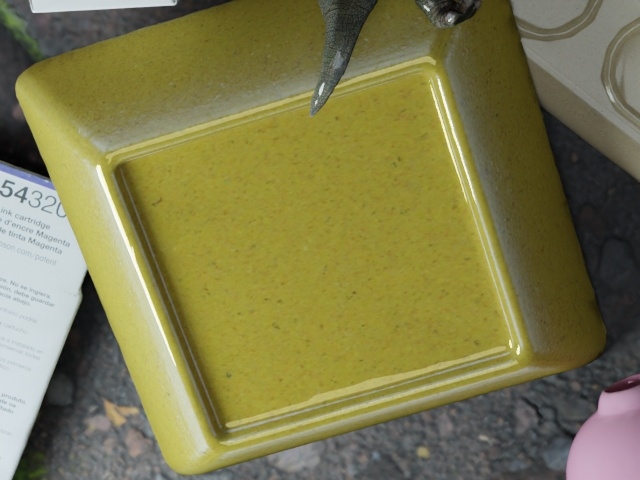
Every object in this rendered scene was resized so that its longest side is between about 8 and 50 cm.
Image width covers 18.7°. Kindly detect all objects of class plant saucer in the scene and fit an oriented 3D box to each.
[{"bbox_3d":[0.000,0.000,1.305,0.332,0.081,0.333,-17,114,7],"label":"plant saucer"}]

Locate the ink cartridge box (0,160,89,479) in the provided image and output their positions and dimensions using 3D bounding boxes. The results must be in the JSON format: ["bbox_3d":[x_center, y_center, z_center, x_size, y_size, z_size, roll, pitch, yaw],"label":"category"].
[{"bbox_3d":[-0.349,0.052,1.399,0.324,0.071,0.330,21,107,-8],"label":"ink cartridge box"}]

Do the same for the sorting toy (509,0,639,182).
[{"bbox_3d":[0.176,-0.206,1.280,0.307,0.041,0.229,38,112,-2],"label":"sorting toy"}]

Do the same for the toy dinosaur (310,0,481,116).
[{"bbox_3d":[0.063,-0.226,1.213,0.160,0.121,0.314,34,108,25],"label":"toy dinosaur"}]

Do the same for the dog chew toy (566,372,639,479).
[{"bbox_3d":[0.268,0.249,1.330,0.206,0.206,0.332,-19,95,13],"label":"dog chew toy"}]

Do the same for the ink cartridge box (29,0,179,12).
[{"bbox_3d":[-0.130,-0.190,1.273,0.099,0.135,0.056,-2,108,9],"label":"ink cartridge box"}]
